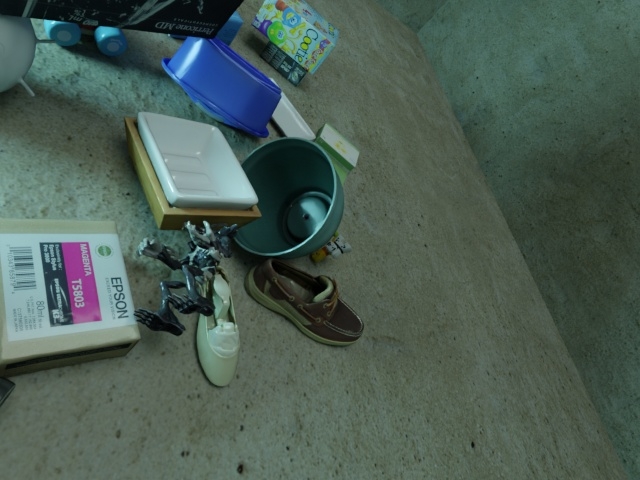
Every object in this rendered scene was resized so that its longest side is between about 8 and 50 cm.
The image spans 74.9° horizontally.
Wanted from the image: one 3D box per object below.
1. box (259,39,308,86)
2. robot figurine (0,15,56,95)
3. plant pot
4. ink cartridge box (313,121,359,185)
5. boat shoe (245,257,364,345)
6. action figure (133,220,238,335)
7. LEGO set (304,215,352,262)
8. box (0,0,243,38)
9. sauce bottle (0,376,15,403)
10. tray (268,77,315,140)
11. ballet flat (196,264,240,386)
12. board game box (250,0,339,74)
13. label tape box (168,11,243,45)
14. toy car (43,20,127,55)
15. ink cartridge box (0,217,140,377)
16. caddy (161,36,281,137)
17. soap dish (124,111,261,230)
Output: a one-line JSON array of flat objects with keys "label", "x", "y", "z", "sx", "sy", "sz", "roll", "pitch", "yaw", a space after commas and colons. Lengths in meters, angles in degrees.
[{"label": "box", "x": -0.125, "y": -0.703, "z": 1.604, "sx": 0.180, "sy": 0.077, "sz": 0.147, "roll": 35, "pitch": 41, "yaw": -19}, {"label": "robot figurine", "x": -0.673, "y": -0.388, "z": 0.719, "sx": 0.353, "sy": 0.199, "sz": 0.300, "roll": 21, "pitch": 87, "yaw": -33}, {"label": "plant pot", "x": -0.063, "y": -0.081, "z": 1.049, "sx": 0.196, "sy": 0.293, "sz": 0.293, "roll": 35, "pitch": 33, "yaw": -62}, {"label": "ink cartridge box", "x": 0.046, "y": -0.297, "z": 1.475, "sx": 0.171, "sy": 0.056, "sz": 0.235, "roll": 38, "pitch": 38, "yaw": -18}, {"label": "boat shoe", "x": -0.011, "y": 0.145, "z": 1.013, "sx": 0.342, "sy": 0.123, "sz": 0.123, "roll": 35, "pitch": 41, "yaw": -19}, {"label": "action figure", "x": -0.247, "y": 0.031, "z": 0.787, "sx": 0.141, "sy": 0.164, "sz": 0.276, "roll": 51, "pitch": 21, "yaw": -32}, {"label": "LEGO set", "x": 0.000, "y": 0.000, "z": 1.168, "sx": 0.227, "sy": 0.093, "sz": 0.087, "roll": 50, "pitch": -8, "yaw": 43}, {"label": "box", "x": -0.302, "y": -0.638, "z": 0.717, "sx": 0.479, "sy": 0.471, "sz": 0.298, "roll": -25, "pitch": 91, "yaw": -49}, {"label": "sauce bottle", "x": -0.559, "y": 0.127, "z": 0.504, "sx": 0.344, "sy": 0.111, "sz": 0.111, "roll": 37, "pitch": 41, "yaw": -19}, {"label": "tray", "x": -0.138, "y": -0.437, "z": 1.421, "sx": 0.270, "sy": 0.030, "sz": 0.145, "roll": 54, "pitch": 38, "yaw": 3}, {"label": "ballet flat", "x": -0.204, "y": 0.161, "z": 0.845, "sx": 0.086, "sy": 0.086, "sz": 0.249, "roll": 9, "pitch": 55, "yaw": -40}, {"label": "board game box", "x": -0.087, "y": -0.768, "z": 1.515, "sx": 0.275, "sy": 0.142, "sz": 0.144, "roll": 32, "pitch": 43, "yaw": -21}, {"label": "label tape box", "x": -0.447, "y": -0.809, "z": 1.347, "sx": 0.249, "sy": 0.115, "sz": 0.348, "roll": -23, "pitch": 75, "yaw": -51}, {"label": "toy car", "x": -0.553, "y": -0.617, "z": 0.987, "sx": 0.210, "sy": 0.238, "sz": 0.219, "roll": -9, "pitch": 67, "yaw": -47}, {"label": "ink cartridge box", "x": -0.424, "y": 0.083, "z": 0.686, "sx": 0.193, "sy": 0.088, "sz": 0.235, "roll": -2, "pitch": 62, "yaw": -44}, {"label": "caddy", "x": -0.268, "y": -0.425, "z": 1.173, "sx": 0.341, "sy": 0.179, "sz": 0.241, "roll": 34, "pitch": 18, "yaw": -19}, {"label": "soap dish", "x": -0.292, "y": -0.146, "z": 0.938, "sx": 0.228, "sy": 0.118, "sz": 0.291, "roll": -2, "pitch": 52, "yaw": -45}]
